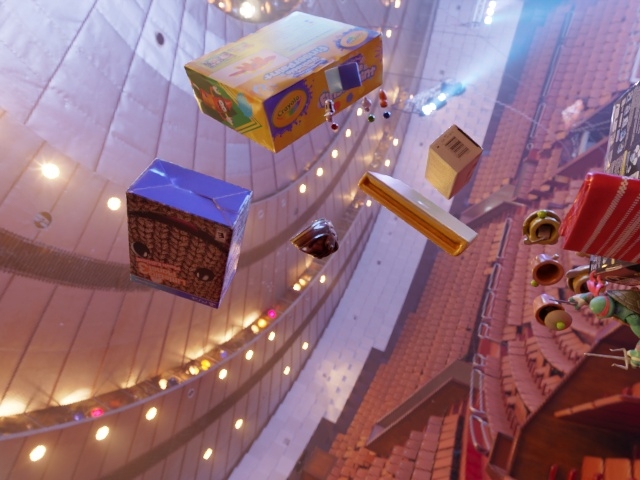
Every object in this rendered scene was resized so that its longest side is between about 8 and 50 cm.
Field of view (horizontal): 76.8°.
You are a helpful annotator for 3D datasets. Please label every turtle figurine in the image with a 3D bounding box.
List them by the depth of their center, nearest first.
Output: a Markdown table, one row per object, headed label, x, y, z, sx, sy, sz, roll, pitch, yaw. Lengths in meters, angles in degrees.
| label | x | y | z | sx | sy | sz | roll | pitch | yaw |
| --- | --- | --- | --- | --- | --- | --- | --- | --- | --- |
| turtle figurine | 0.557 | 0.143 | 0.730 | 0.175 | 0.233 | 0.118 | -90 | 13 | -51 |

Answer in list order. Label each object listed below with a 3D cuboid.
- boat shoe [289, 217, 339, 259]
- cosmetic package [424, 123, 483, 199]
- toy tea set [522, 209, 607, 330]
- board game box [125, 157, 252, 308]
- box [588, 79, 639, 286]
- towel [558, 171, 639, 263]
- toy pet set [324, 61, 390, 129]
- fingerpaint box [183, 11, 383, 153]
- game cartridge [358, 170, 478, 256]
| label | x | y | z | sx | sy | sz | roll | pitch | yaw |
| --- | --- | --- | --- | --- | --- | --- | --- | --- | --- |
| boat shoe | 0.000 | 0.000 | 0.712 | 0.064 | 0.060 | 0.178 | -34 | -6 | 13 |
| cosmetic package | 0.503 | -0.291 | 1.550 | 0.129 | 0.153 | 0.296 | -41 | -16 | -1 |
| toy tea set | 0.612 | 0.082 | 0.983 | 0.124 | 0.199 | 0.337 | -65 | -36 | -62 |
| board game box | -0.312 | -0.008 | 0.956 | 0.141 | 0.231 | 0.291 | -75 | 5 | -47 |
| box | 0.602 | -0.135 | 0.690 | 0.318 | 0.097 | 0.396 | 51 | -126 | -73 |
| towel | 0.437 | -0.008 | 0.460 | 0.199 | 0.274 | 0.031 | 46 | -118 | -59 |
| toy pet set | 0.060 | -0.270 | 0.759 | 0.065 | 0.122 | 0.114 | -61 | -42 | -64 |
| fingerpaint box | -0.097 | -0.483 | 1.186 | 0.444 | 0.371 | 0.163 | -40 | -36 | -25 |
| game cartridge | 0.266 | -0.072 | 1.043 | 0.053 | 0.285 | 0.323 | -56 | -19 | 16 |
